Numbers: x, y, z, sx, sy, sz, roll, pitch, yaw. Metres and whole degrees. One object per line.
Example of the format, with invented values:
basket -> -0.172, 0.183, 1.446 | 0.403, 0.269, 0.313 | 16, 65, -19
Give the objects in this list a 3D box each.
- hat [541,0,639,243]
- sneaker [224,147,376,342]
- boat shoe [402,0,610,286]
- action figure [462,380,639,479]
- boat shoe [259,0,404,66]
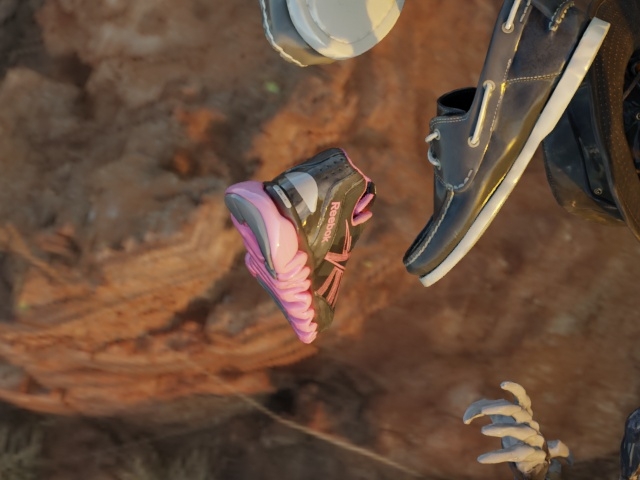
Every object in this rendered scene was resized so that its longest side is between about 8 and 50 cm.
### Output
hat -> 0.301, -0.081, 1.585 | 0.134, 0.331, 0.331 | -20, 68, 35
sneaker -> 0.000, 0.000, 0.626 | 0.057, 0.119, 0.047 | -36, 72, -10
boat shoe -> 0.110, -0.070, 1.106 | 0.079, 0.084, 0.233 | 29, 121, 1
action figure -> 0.135, 0.147, 0.826 | 0.275, 0.141, 0.164 | -37, 44, -1
boat shoe -> 0.000, -0.222, 1.147 | 0.091, 0.109, 0.305 | -26, 36, 32
